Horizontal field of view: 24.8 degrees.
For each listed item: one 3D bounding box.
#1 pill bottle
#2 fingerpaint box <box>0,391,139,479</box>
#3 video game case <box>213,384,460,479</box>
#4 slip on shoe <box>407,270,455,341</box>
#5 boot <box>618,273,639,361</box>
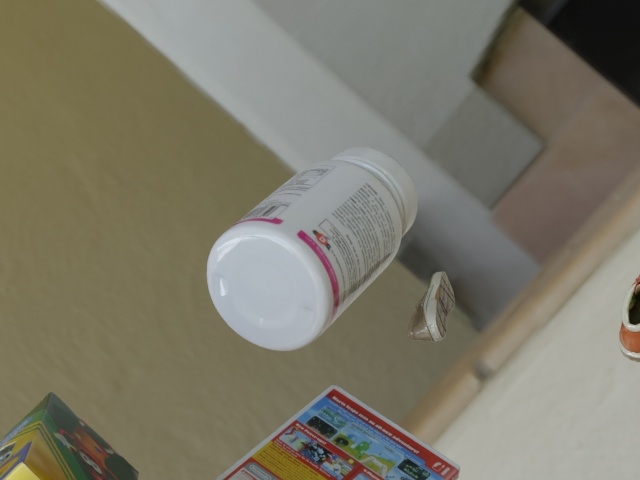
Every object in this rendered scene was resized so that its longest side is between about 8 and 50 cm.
[{"bbox_3d":[0.000,0.000,1.743,0.160,0.160,0.283,-53,-7,38],"label":"pill bottle"},{"bbox_3d":[-0.410,0.398,1.573,0.445,0.163,0.371,-44,8,0],"label":"fingerpaint box"},{"bbox_3d":[0.003,0.300,1.732,0.285,0.204,0.025,-35,-35,-39],"label":"video game case"},{"bbox_3d":[0.137,0.083,1.809,0.041,0.051,0.135,-17,27,20],"label":"slip on shoe"},{"bbox_3d":[0.382,0.053,1.648,0.158,0.059,0.084,-63,-28,-21],"label":"boot"}]
